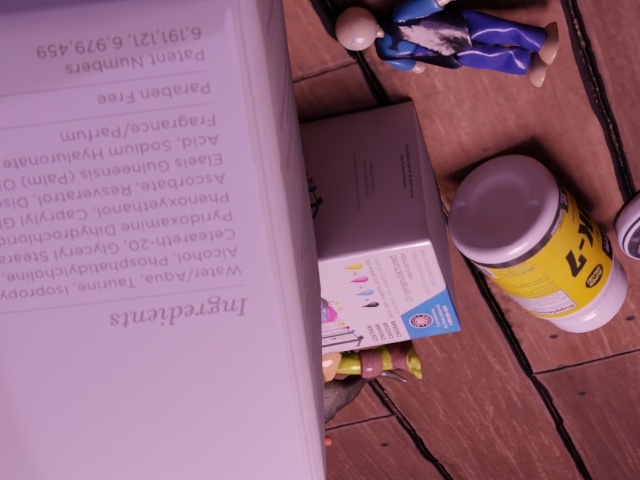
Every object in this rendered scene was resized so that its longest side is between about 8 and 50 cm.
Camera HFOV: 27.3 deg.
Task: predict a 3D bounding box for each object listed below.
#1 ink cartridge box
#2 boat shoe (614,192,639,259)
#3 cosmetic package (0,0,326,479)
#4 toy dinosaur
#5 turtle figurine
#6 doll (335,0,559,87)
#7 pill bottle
[{"bbox_3d":[0.000,0.000,1.277,0.233,0.168,0.171,-11,145,10],"label":"ink cartridge box"},{"bbox_3d":[0.441,-0.025,1.338,0.301,0.102,0.108,-21,141,30],"label":"boat shoe"},{"bbox_3d":[-0.176,-0.034,0.952,0.328,0.329,0.393,-6,116,2],"label":"cosmetic package"},{"bbox_3d":[-0.044,0.207,1.610,0.314,0.121,0.160,1,163,-3],"label":"toy dinosaur"},{"bbox_3d":[0.002,0.146,1.517,0.217,0.087,0.269,-16,101,-1],"label":"turtle figurine"},{"bbox_3d":[0.107,-0.178,1.139,0.189,0.046,0.129,7,154,-5],"label":"doll"},{"bbox_3d":[0.230,0.010,1.360,0.119,0.119,0.208,-23,141,25],"label":"pill bottle"}]
